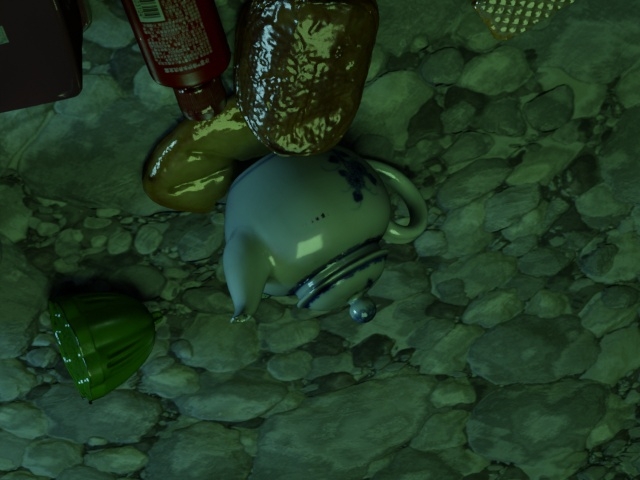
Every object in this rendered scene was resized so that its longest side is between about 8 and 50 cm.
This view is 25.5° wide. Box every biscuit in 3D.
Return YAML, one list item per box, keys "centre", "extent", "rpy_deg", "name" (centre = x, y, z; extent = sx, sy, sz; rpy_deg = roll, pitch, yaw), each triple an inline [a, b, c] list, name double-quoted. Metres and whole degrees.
- centre: [-0.140, -0.141, 2.091]
  extent: [0.299, 0.045, 0.154]
  rpy_deg: [-37, 134, 24]
  name: "biscuit"
- centre: [0.379, -0.400, 1.904]
  extent: [0.379, 0.054, 0.094]
  rpy_deg: [-31, 130, 14]
  name: "biscuit"

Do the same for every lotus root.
- centre: [-0.333, 0.152, 2.299]
  extent: [0.186, 0.186, 0.186]
  rpy_deg: [-8, 139, -7]
  name: "lotus root"

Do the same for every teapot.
- centre: [0.000, 0.000, 2.088]
  extent: [0.424, 0.280, 0.252]
  rpy_deg: [-26, 170, -39]
  name: "teapot"

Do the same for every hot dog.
- centre: [-0.019, -0.246, 1.946]
  extent: [0.196, 0.122, 0.272]
  rpy_deg: [1, 130, -10]
  name: "hot dog"

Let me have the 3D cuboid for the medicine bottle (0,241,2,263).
- centre: [-0.628, 0.095, 2.103]
  extent: [0.208, 0.208, 0.339]
  rpy_deg: [14, 132, -28]
  name: "medicine bottle"

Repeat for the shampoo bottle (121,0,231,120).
- centre: [-0.193, -0.291, 1.882]
  extent: [0.118, 0.076, 0.314]
  rpy_deg: [-16, 140, 1]
  name: "shampoo bottle"

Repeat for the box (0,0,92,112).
- centre: [-0.400, -0.301, 1.749]
  extent: [0.193, 0.167, 0.294]
  rpy_deg: [-11, 139, 0]
  name: "box"

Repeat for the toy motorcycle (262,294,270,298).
- centre: [-0.092, 0.025, 2.280]
  extent: [0.106, 0.074, 0.190]
  rpy_deg: [15, 132, -17]
  name: "toy motorcycle"
